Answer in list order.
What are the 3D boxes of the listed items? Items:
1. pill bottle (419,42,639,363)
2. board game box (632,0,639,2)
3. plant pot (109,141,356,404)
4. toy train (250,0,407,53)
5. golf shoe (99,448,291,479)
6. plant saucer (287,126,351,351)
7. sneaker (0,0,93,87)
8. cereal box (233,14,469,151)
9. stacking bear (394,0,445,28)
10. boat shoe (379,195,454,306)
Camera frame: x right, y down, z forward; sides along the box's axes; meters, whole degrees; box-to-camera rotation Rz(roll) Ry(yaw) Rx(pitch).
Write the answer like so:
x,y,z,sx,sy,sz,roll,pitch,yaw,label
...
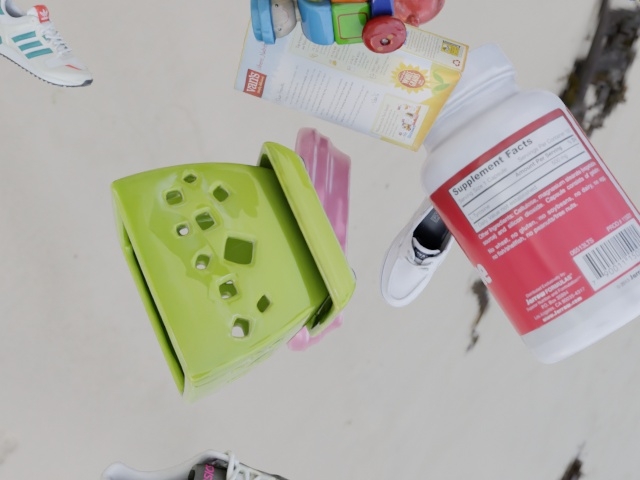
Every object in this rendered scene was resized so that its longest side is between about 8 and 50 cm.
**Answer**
x,y,z,sx,sy,sz,roll,pitch,yaw,label
0.284,-0.057,1.397,0.229,0.408,0.229,-32,173,-5,pill bottle
0.380,-0.443,1.336,0.303,0.098,0.224,2,136,-22,board game box
-0.094,0.031,1.120,0.207,0.228,0.227,-22,170,-13,plant pot
-0.002,-0.267,0.887,0.248,0.143,0.105,79,5,-58,toy train
-0.054,0.234,0.831,0.105,0.272,0.120,-83,164,-58,golf shoe
0.000,0.000,1.505,0.332,0.084,0.332,3,90,-88,plant saucer
-0.352,-0.253,1.282,0.075,0.161,0.057,-65,168,21,sneaker
0.029,-0.198,1.165,0.173,0.240,0.047,118,-10,-62,cereal box
0.134,-0.441,1.789,0.164,0.289,0.176,-3,108,-11,stacking bear
0.172,0.008,1.740,0.084,0.095,0.258,-69,-178,-71,boat shoe
